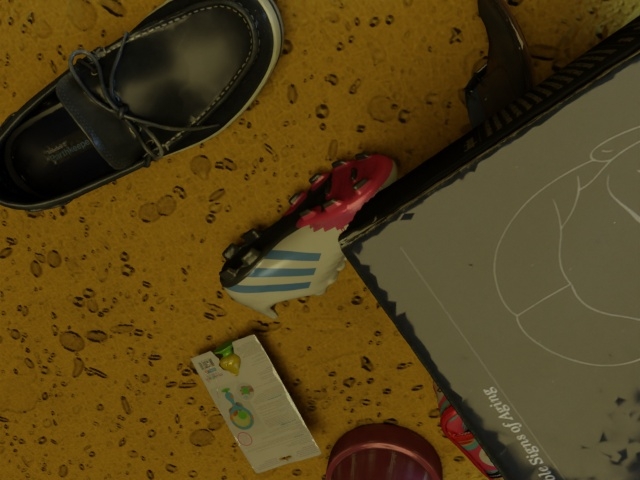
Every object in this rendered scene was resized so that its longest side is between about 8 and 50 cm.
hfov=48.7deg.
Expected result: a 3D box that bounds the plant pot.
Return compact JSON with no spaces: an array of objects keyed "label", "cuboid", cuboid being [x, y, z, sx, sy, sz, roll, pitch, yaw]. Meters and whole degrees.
[{"label":"plant pot","cuboid":[0.099,0.438,1.174,0.201,0.180,0.201,4,115,10]}]

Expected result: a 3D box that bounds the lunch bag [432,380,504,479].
[{"label":"lunch bag","cuboid":[0.321,0.219,1.038,0.293,0.120,0.258,-32,119,19]}]

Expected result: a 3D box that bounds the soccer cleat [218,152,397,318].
[{"label":"soccer cleat","cuboid":[0.000,0.000,1.040,0.331,0.116,0.143,-34,120,25]}]

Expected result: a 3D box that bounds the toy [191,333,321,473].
[{"label":"toy","cuboid":[-0.103,0.271,1.204,0.137,0.056,0.237,-24,103,24]}]

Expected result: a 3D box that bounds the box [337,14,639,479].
[{"label":"box","cuboid":[0.359,0.039,0.745,0.472,0.297,0.479,-34,95,16]}]

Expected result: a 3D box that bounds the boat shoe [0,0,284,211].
[{"label":"boat shoe","cuboid":[-0.268,-0.179,0.971,0.500,0.156,0.186,-26,106,19]}]

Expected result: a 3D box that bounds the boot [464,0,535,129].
[{"label":"boot","cuboid":[0.219,-0.209,0.904,0.106,0.082,0.219,-23,110,17]}]
